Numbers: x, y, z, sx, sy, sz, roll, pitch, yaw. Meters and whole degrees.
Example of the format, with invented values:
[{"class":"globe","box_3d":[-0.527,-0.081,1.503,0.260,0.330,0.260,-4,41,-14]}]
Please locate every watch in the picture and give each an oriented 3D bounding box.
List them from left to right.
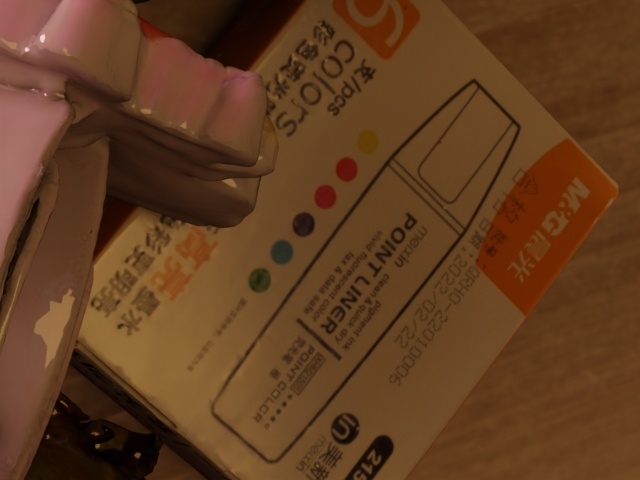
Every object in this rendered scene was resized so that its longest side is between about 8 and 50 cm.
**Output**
[{"class":"watch","box_3d":[-0.133,0.014,0.768,0.196,0.244,0.231,15,79,3]}]

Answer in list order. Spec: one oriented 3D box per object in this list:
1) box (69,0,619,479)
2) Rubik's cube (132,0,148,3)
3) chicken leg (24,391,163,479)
[{"class":"box","box_3d":[0.000,0.000,0.986,0.221,0.091,0.274,41,75,-22]},{"class":"Rubik's cube","box_3d":[0.015,-0.266,0.830,0.259,0.260,0.254,-53,130,-61]},{"class":"chicken leg","box_3d":[-0.102,0.214,0.915,0.361,0.140,0.211,44,80,-25]}]
